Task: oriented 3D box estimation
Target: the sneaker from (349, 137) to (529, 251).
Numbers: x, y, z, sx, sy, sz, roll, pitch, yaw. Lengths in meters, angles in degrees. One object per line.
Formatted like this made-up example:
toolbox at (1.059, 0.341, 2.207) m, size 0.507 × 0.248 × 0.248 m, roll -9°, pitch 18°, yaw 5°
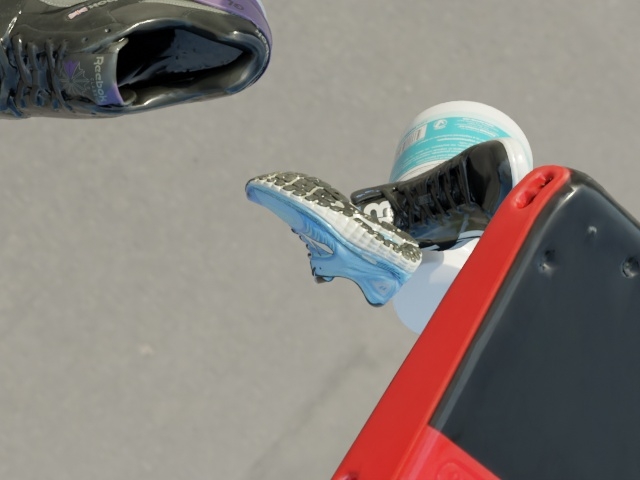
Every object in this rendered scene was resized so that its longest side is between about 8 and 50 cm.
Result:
sneaker at (0.093, -0.027, 1.617) m, size 0.121 × 0.079 × 0.217 m, roll -8°, pitch 167°, yaw -19°

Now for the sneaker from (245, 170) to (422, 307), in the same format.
sneaker at (0.000, 0.000, 1.519) m, size 0.063 × 0.162 × 0.073 m, roll -17°, pitch 137°, yaw -62°

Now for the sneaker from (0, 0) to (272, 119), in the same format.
sneaker at (-0.174, -0.131, 1.268) m, size 0.283 × 0.124 × 0.107 m, roll -8°, pitch 109°, yaw -2°

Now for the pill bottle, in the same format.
pill bottle at (0.132, -0.016, 1.845) m, size 0.264 × 0.146 × 0.146 m, roll -75°, pitch 179°, yaw -53°

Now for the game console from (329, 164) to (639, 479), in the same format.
game console at (0.148, 0.202, 0.919) m, size 0.386 × 0.060 × 0.342 m, roll 39°, pitch 72°, yaw -29°
